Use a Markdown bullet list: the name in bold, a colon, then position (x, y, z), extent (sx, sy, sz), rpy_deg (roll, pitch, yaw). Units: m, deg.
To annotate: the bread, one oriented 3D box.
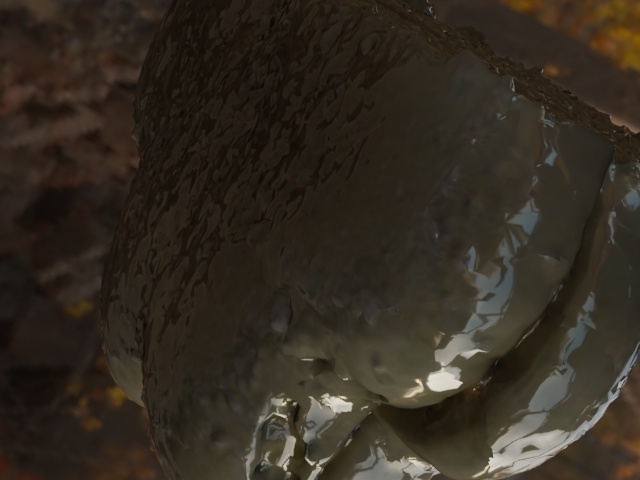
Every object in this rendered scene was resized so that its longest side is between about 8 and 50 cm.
- **bread**: position (-0.003, -0.004, 0.652), extent (0.183, 0.102, 0.337), rpy_deg (-59, -156, 7)
